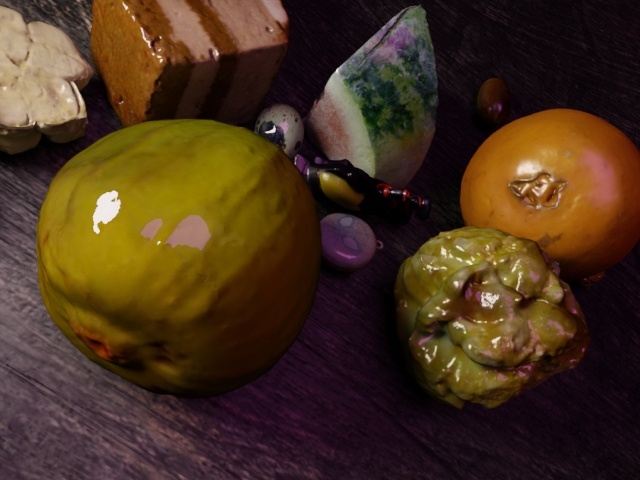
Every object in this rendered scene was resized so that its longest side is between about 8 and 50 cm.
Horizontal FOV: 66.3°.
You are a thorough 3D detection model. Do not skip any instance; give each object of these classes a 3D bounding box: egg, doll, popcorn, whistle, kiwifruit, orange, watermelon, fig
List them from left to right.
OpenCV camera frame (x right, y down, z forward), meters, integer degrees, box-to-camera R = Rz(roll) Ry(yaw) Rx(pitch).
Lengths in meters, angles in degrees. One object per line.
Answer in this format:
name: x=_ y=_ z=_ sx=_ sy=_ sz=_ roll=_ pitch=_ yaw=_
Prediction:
fig: x=-0.143 y=0.005 z=0.592 sx=0.343 sy=0.343 sz=0.343 roll=10 pitch=65 yaw=-21
egg: x=-0.071 y=-0.179 z=0.832 sx=0.085 sy=0.085 sz=0.110 roll=17 pitch=72 yaw=-17
whistle: x=0.000 y=0.000 z=0.805 sx=0.220 sy=0.057 sz=0.107 roll=7 pitch=51 yaw=-17
doll: x=0.065 y=-0.082 z=0.829 sx=0.248 sy=0.127 sz=0.088 roll=20 pitch=50 yaw=-26
watermelon: x=0.098 y=-0.244 z=0.881 sx=0.231 sy=0.310 sz=0.193 roll=23 pitch=51 yaw=31
popcorn: x=0.244 y=0.109 z=0.763 sx=0.282 sy=0.247 sz=0.282 roll=6 pitch=61 yaw=-11
kiwifruit: x=0.392 y=-0.312 z=1.110 sx=0.075 sy=0.075 sz=0.124 roll=18 pitch=66 yaw=-17
orange: x=0.411 y=-0.077 z=0.883 sx=0.312 sy=0.312 sz=0.312 roll=10 pitch=65 yaw=-21

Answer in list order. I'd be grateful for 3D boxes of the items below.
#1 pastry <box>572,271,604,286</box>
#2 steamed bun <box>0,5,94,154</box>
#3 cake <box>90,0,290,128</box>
pastry: x=0.550 y=0.046 z=1.034 sx=0.097 sy=0.057 sz=0.109 roll=32 pitch=60 yaw=-11
steamed bun: x=-0.410 y=-0.213 z=0.677 sx=0.192 sy=0.106 sz=0.177 roll=-25 pitch=93 yaw=-52
cake: x=-0.186 y=-0.300 z=0.774 sx=0.293 sy=0.199 sz=0.196 roll=-25 pitch=75 yaw=-35
